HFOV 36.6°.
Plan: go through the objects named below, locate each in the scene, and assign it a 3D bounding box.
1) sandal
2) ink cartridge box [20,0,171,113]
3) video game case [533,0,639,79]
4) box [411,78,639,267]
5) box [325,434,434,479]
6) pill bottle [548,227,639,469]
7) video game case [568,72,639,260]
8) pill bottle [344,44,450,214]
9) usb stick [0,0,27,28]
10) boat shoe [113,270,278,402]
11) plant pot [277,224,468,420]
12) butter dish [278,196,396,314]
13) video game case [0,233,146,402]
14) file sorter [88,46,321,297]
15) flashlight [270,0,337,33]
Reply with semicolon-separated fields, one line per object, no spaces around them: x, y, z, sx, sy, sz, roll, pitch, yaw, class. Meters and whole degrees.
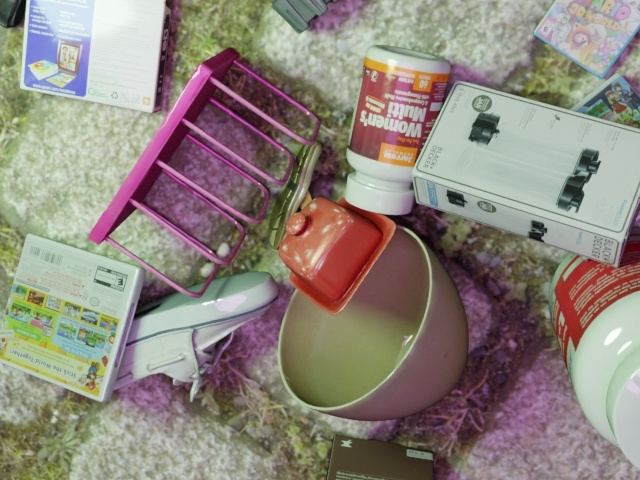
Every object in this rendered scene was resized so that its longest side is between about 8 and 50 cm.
-0.029;-0.063;1.442;0.049;0.072;0.180;18;105;-22;sandal
-0.325;-0.306;1.407;0.206;0.045;0.208;11;108;3;ink cartridge box
0.391;-0.324;1.338;0.119;0.015;0.166;33;107;-4;video game case
0.288;-0.092;1.296;0.289;0.087;0.169;18;67;19;box
0.083;0.444;1.521;0.168;0.167;0.203;8;107;4;box
0.435;0.141;1.266;0.229;0.408;0.229;2;106;6;pill bottle
0.392;-0.103;1.349;0.201;0.023;0.183;-39;72;9;video game case
0.103;-0.155;1.364;0.121;0.121;0.221;12;107;3;pill bottle
-0.554;-0.401;1.405;0.278;0.045;0.077;28;114;-2;usb stick
-0.212;0.169;1.490;0.367;0.136;0.157;-20;102;15;boat shoe
0.105;0.143;1.401;0.284;0.284;0.191;-45;127;16;plant pot
0.000;0.000;1.370;0.118;0.160;0.160;33;91;-36;butter dish
-0.386;0.114;1.475;0.227;0.026;0.206;15;88;25;video game case
-0.152;-0.093;1.371;0.182;0.202;0.291;35;107;-6;file sorter
-0.109;-0.417;1.327;0.103;0.103;0.304;-46;102;-10;flashlight
